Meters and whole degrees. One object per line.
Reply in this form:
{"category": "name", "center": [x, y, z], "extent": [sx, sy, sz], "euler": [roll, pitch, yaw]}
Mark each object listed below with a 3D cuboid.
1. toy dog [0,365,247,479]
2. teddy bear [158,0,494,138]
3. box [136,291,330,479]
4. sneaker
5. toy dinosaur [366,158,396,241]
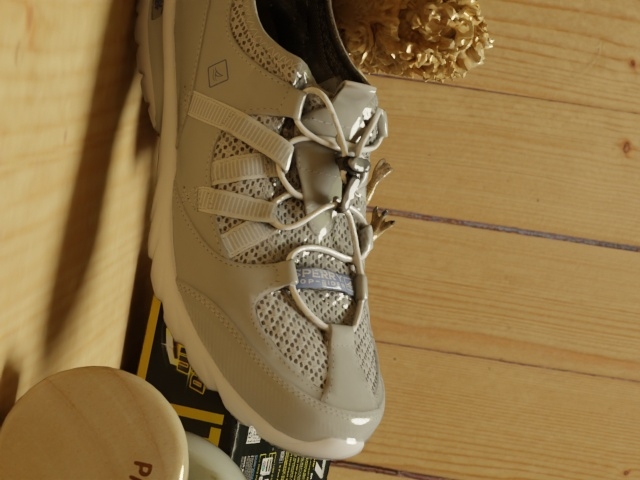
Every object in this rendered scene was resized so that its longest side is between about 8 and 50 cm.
{"category": "toy dog", "center": [-0.062, 0.220, 0.626], "extent": [0.220, 0.161, 0.333], "euler": [-70, 161, -88]}
{"category": "teddy bear", "center": [0.023, -0.180, 0.810], "extent": [0.113, 0.245, 0.338], "euler": [7, 99, -45]}
{"category": "box", "center": [-0.063, 0.180, 0.961], "extent": [0.257, 0.079, 0.322], "euler": [21, 80, -76]}
{"category": "sneaker", "center": [-0.019, -0.034, 0.687], "extent": [0.105, 0.115, 0.281], "euler": [6, 62, -47]}
{"category": "toy dinosaur", "center": [0.000, 0.000, 0.870], "extent": [0.092, 0.053, 0.183], "euler": [-46, 158, -35]}
